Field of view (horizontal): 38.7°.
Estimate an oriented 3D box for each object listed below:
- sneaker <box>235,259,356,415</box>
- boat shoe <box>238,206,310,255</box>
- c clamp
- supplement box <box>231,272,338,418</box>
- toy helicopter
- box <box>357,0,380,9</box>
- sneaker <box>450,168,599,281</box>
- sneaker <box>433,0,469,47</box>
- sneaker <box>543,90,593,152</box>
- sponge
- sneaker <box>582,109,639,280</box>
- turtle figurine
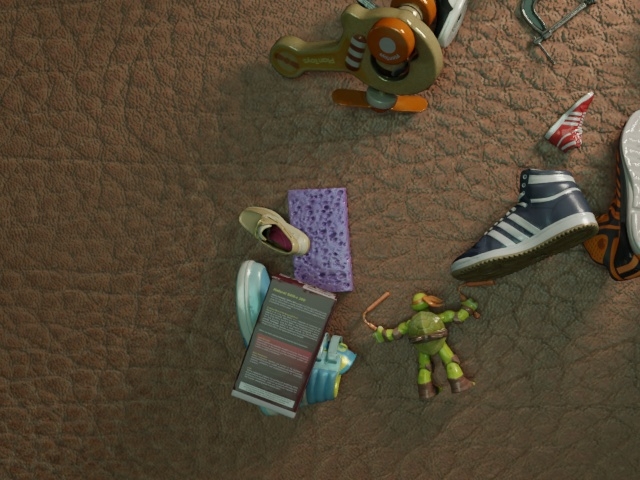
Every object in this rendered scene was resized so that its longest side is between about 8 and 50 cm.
[{"bbox_3d":[-0.043,0.181,1.799,0.208,0.127,0.319,-10,102,14],"label":"sneaker"},{"bbox_3d":[-0.101,-0.020,1.808,0.170,0.059,0.063,26,108,27],"label":"boat shoe"},{"bbox_3d":[0.452,-0.432,1.710,0.161,0.022,0.137,-43,80,12],"label":"c clamp"},{"bbox_3d":[-0.066,0.194,1.706,0.130,0.073,0.239,21,96,3],"label":"supplement box"},{"bbox_3d":[0.065,-0.337,1.731,0.355,0.140,0.235,5,135,30],"label":"toy helicopter"},{"bbox_3d":[0.108,-0.440,1.751,0.083,0.067,0.018,41,100,5],"label":"box"},{"bbox_3d":[0.362,-0.033,1.703,0.282,0.099,0.153,-24,63,22],"label":"sneaker"},{"bbox_3d":[0.226,-0.480,1.726,0.121,0.079,0.216,22,90,12],"label":"sneaker"},{"bbox_3d":[0.483,-0.218,1.705,0.067,0.042,0.118,45,108,9],"label":"sneaker"},{"bbox_3d":[0.000,0.000,1.822,0.117,0.031,0.210,-4,93,12],"label":"sponge"},{"bbox_3d":[0.551,-0.075,1.663,0.125,0.180,0.321,19,63,-11],"label":"sneaker"},{"bbox_3d":[0.227,0.188,1.762,0.270,0.087,0.217,-17,91,12],"label":"turtle figurine"}]
